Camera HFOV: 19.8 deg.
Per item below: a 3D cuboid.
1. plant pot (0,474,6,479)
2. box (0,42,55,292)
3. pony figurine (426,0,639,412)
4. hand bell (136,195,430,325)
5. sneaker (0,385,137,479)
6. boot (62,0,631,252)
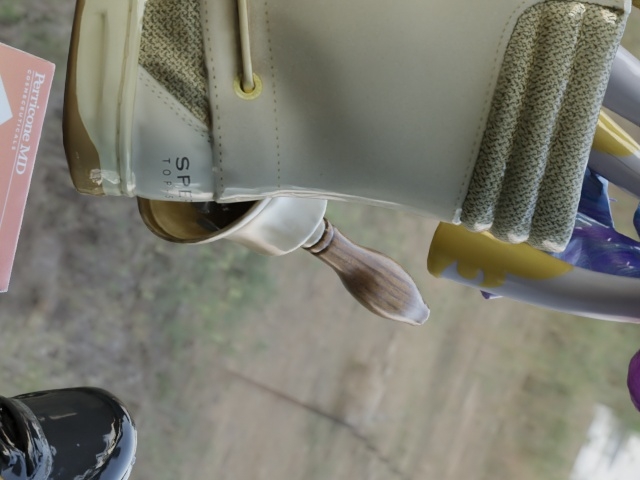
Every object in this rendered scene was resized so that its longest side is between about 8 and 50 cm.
[{"bbox_3d":[-0.230,0.161,0.837,0.237,0.254,0.237,-58,-171,15],"label":"plant pot"},{"bbox_3d":[-0.412,-0.093,1.518,0.345,0.168,0.215,16,84,-56],"label":"box"},{"bbox_3d":[0.242,0.019,0.963,0.303,0.363,0.351,-45,152,-41],"label":"pony figurine"},{"bbox_3d":[0.000,0.000,1.227,0.242,0.126,0.126,39,72,-44],"label":"hand bell"},{"bbox_3d":[-0.226,0.133,1.050,0.283,0.107,0.124,-19,144,-30],"label":"sneaker"},{"bbox_3d":[0.021,-0.132,0.697,0.095,0.203,0.262,92,7,-77],"label":"boot"}]
